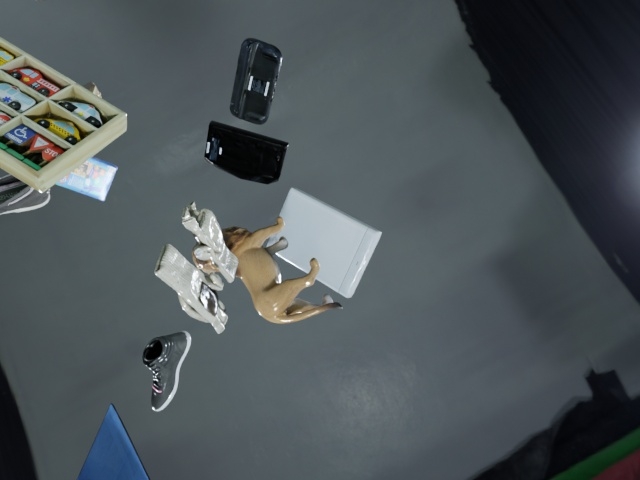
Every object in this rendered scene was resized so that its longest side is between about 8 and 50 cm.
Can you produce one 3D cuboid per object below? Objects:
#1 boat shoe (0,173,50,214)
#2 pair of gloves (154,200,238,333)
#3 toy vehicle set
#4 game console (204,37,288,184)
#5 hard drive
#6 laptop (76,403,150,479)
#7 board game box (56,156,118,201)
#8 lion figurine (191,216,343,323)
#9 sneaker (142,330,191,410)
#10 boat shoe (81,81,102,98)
[{"bbox_3d":[-0.836,-0.092,1.064,0.335,0.112,0.095,-29,163,-34],"label":"boat shoe"},{"bbox_3d":[-0.232,0.046,0.904,0.042,0.240,0.204,-16,125,16],"label":"pair of gloves"},{"bbox_3d":[-0.443,-0.194,0.628,0.166,0.267,0.035,-59,180,-38],"label":"toy vehicle set"},{"bbox_3d":[-0.173,-0.324,1.152,0.213,0.044,0.361,16,121,-6],"label":"game console"},{"bbox_3d":[0.000,0.000,1.460,0.047,0.353,0.233,4,113,-60],"label":"hard drive"},{"bbox_3d":[-0.538,0.676,0.988,0.382,0.236,0.408,-60,-178,24],"label":"laptop"},{"bbox_3d":[-0.977,-0.275,1.840,0.210,0.047,0.160,23,98,-26],"label":"board game box"},{"bbox_3d":[-0.146,0.087,1.109,0.240,0.392,0.142,-28,142,-22],"label":"lion figurine"},{"bbox_3d":[-0.571,0.457,1.553,0.147,0.104,0.295,20,89,-58],"label":"sneaker"},{"bbox_3d":[-0.687,-0.433,1.338,0.063,0.170,0.059,-33,128,-3],"label":"boat shoe"}]
